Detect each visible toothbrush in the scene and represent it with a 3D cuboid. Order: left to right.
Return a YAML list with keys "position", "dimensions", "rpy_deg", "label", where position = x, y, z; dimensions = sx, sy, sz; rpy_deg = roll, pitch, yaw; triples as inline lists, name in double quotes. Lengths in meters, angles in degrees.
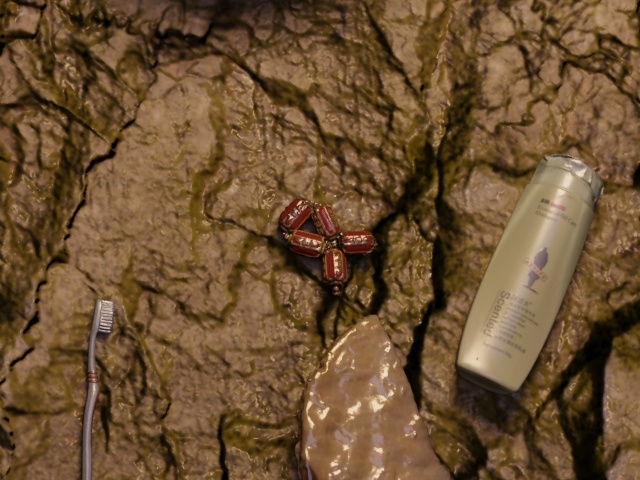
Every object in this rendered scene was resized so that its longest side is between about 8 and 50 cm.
- position: [-0.188, 0.143, 1.336]
  dimensions: [0.019, 0.013, 0.193]
  rpy_deg: [8, 77, -14]
  label: "toothbrush"

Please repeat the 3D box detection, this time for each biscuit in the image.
- position: [0.046, 0.194, 1.328]
  dimensions: [0.133, 0.032, 0.250]
  rpy_deg: [-21, 82, -27]
  label: "biscuit"

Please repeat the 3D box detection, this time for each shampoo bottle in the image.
- position: [0.179, 0.027, 1.385]
  dimensions: [0.072, 0.049, 0.212]
  rpy_deg: [23, 76, 3]
  label: "shampoo bottle"

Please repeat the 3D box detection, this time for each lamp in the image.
- position: [0.000, 0.000, 1.382]
  dimensions: [0.083, 0.031, 0.063]
  rpy_deg: [37, 75, 5]
  label: "lamp"
